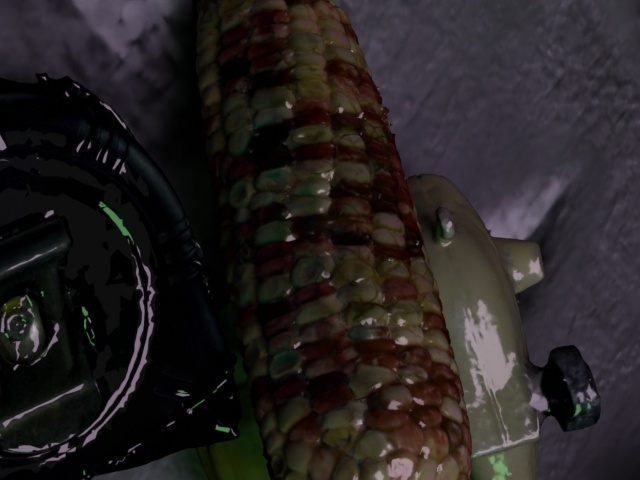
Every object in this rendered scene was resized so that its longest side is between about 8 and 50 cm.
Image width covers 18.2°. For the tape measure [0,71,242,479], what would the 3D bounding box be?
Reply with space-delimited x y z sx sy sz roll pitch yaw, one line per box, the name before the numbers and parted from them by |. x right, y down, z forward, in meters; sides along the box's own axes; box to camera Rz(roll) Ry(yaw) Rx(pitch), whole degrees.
tape measure | -0.136 0.029 0.765 0.199 0.112 0.186 -30 114 -27

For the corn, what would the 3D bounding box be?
corn | 0.000 0.000 0.816 0.086 0.086 0.253 3 62 -35

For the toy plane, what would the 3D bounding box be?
toy plane | 0.082 0.108 0.909 0.092 0.108 0.286 -17 89 -6

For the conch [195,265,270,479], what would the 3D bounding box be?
conch | -0.009 0.091 0.885 0.095 0.079 0.201 -49 138 -48
